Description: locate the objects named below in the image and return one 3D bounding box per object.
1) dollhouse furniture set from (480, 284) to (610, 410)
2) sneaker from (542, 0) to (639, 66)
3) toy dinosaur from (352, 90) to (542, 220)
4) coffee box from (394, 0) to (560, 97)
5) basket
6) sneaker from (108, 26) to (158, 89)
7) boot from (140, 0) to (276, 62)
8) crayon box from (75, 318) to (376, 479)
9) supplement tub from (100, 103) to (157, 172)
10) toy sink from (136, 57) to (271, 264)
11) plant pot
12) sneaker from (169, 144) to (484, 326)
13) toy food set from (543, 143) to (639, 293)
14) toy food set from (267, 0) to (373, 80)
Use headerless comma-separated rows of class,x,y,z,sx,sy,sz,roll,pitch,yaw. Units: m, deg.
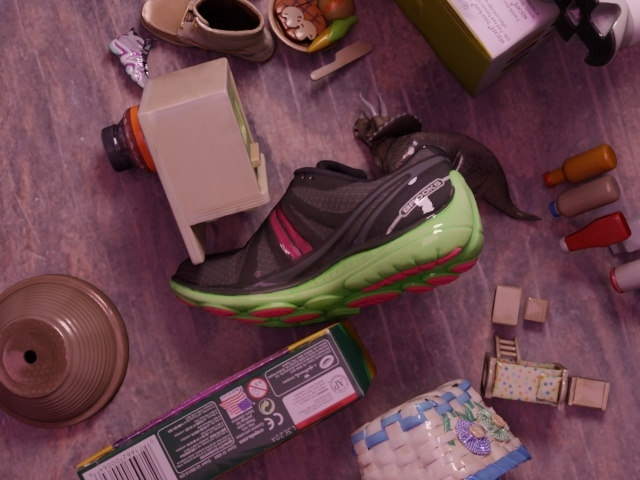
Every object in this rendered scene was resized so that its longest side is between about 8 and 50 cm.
dollhouse furniture set,0.335,0.156,1.395,0.182,0.101,0.161,8,90,5
sneaker,0.277,-0.362,1.074,0.146,0.122,0.330,-31,87,-13
toy dinosaur,0.177,-0.096,1.405,0.314,0.121,0.160,18,104,9
coffee box,0.244,-0.437,1.292,0.334,0.337,0.338,-37,87,4
basket,0.185,0.351,1.326,0.201,0.255,0.289,-30,80,30
sneaker,-0.272,-0.283,1.484,0.069,0.038,0.098,-37,87,4
boot,-0.174,-0.325,1.412,0.213,0.165,0.077,17,90,3
crayon box,-0.107,0.241,1.326,0.363,0.313,0.106,-29,84,4
supplement tub,-0.222,-0.163,1.445,0.198,0.106,0.106,-18,88,4
toy sink,-0.147,-0.109,1.335,0.131,0.153,0.234,-15,116,3
plant pot,-0.417,0.169,1.457,0.237,0.110,0.237,0,89,6
sneaker,0.000,0.000,1.357,0.483,0.185,0.202,-16,68,27
toy food set,0.406,-0.009,1.396,0.104,0.111,0.232,-22,99,35
toy food set,-0.014,-0.342,1.443,0.132,0.038,0.192,-34,86,-19
